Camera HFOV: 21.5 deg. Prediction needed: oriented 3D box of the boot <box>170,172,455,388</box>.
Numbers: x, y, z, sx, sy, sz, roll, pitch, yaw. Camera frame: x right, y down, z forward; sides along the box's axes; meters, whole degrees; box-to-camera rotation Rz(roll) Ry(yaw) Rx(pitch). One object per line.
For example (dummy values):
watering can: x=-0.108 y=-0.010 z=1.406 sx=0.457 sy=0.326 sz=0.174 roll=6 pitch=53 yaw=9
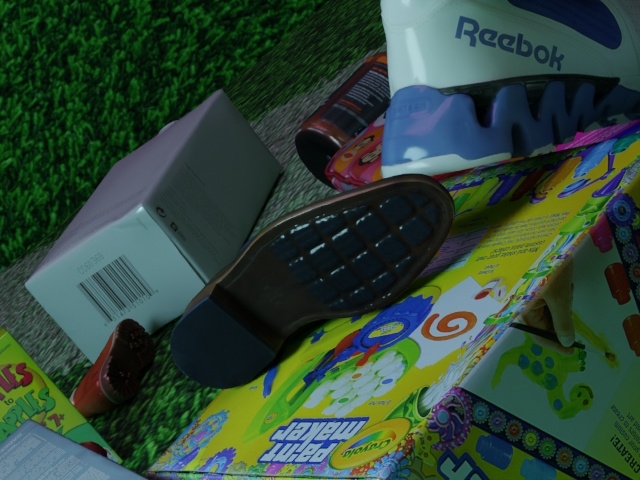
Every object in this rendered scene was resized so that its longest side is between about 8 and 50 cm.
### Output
boot: x=0.000 y=0.000 z=1.026 sx=0.219 sy=0.082 sz=0.106 roll=-32 pitch=19 yaw=33

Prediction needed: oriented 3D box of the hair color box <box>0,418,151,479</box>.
hair color box: x=-0.144 y=0.242 z=1.151 sx=0.113 sy=0.185 sz=0.374 roll=-42 pitch=14 yaw=-15

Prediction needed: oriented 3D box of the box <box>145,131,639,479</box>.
box: x=0.094 y=0.102 z=1.001 sx=0.279 sy=0.177 sz=0.290 roll=-46 pitch=16 yaw=-25

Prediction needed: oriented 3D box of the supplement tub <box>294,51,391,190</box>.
supplement tub: x=0.066 y=-0.155 z=2.021 sx=0.198 sy=0.106 sz=0.106 roll=-46 pitch=16 yaw=-26

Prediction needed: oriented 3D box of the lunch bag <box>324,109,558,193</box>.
lunch bag: x=0.152 y=-0.091 z=1.604 sx=0.258 sy=0.120 sz=0.293 roll=-37 pitch=16 yaw=-5

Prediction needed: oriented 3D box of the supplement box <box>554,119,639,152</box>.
supplement box: x=0.263 y=-0.077 z=1.261 sx=0.114 sy=0.111 sz=0.220 roll=-31 pitch=15 yaw=42

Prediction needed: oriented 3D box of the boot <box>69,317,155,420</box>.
boot: x=-0.246 y=0.151 z=1.968 sx=0.084 sy=0.059 sz=0.158 roll=-38 pitch=14 yaw=26

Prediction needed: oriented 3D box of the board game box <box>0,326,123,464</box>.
board game box: x=-0.295 y=0.187 z=1.714 sx=0.092 sy=0.181 sz=0.043 roll=-42 pitch=14 yaw=-10

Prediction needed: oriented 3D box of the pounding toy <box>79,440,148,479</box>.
pounding toy: x=-0.210 y=0.257 z=1.432 sx=0.237 sy=0.110 sz=0.183 roll=-42 pitch=14 yaw=-13

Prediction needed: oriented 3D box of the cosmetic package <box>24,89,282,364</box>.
cosmetic package: x=-0.209 y=-0.023 z=2.218 sx=0.217 sy=0.156 sz=0.385 roll=-32 pitch=15 yaw=26

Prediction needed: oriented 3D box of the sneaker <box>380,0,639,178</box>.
sneaker: x=0.143 y=-0.157 z=1.066 sx=0.127 sy=0.182 sz=0.315 roll=-4 pitch=11 yaw=43
